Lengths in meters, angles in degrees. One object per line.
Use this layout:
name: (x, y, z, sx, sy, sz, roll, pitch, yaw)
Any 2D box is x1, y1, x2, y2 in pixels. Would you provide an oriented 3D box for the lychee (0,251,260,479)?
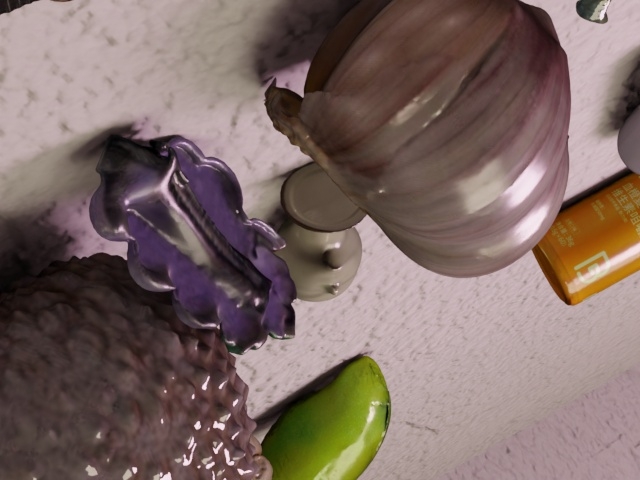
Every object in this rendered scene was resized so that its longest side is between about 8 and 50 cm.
lychee: (-0.176, 0.152, 1.239, 0.300, 0.300, 0.300, -27, 165, -8)

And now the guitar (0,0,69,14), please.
guitar: (-0.146, -0.117, 0.850, 0.271, 0.038, 0.084, -29, 165, -11)

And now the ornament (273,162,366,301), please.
ornament: (0.000, 0.000, 1.435, 0.075, 0.081, 0.156, -17, 158, -13)

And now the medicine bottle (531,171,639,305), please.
medicine bottle: (0.321, -0.014, 1.938, 0.192, 0.096, 0.096, -28, 165, -1)

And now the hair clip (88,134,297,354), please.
hair clip: (-0.070, -0.005, 1.180, 0.052, 0.124, 0.195, -12, 136, 36)

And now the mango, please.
mango: (0.003, 0.228, 2.125, 0.111, 0.125, 0.233, 16, 114, -42)

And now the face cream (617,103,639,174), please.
face cream: (0.355, -0.104, 1.695, 0.163, 0.080, 0.336, -9, 171, -4)

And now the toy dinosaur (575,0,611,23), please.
toy dinosaur: (0.261, -0.191, 1.302, 0.363, 0.076, 0.147, -23, 156, -43)

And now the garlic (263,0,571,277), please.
garlic: (0.066, -0.096, 1.178, 0.207, 0.207, 0.256, -40, -163, 34)

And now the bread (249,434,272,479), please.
bread: (-0.156, 0.297, 2.078, 0.183, 0.102, 0.337, -17, 162, -37)
